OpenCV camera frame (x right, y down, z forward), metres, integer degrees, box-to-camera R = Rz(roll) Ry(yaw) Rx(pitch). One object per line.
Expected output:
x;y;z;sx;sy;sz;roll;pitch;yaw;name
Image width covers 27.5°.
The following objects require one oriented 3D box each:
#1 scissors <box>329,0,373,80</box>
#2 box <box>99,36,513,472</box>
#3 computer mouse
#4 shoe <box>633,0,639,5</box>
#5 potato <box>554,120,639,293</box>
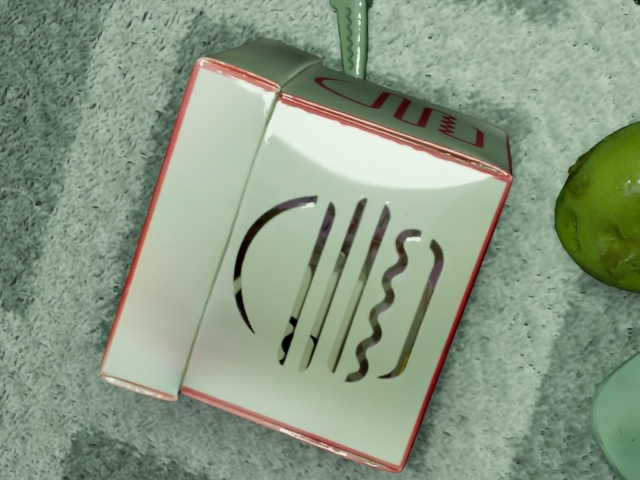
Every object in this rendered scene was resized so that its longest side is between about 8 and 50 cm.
0.033;-0.287;1.413;0.138;0.041;0.289;-2;93;19;scissors
0.000;0.000;1.282;0.300;0.312;0.314;20;104;3;box
0.415;0.153;1.324;0.288;0.097;0.159;-29;85;15;computer mouse
0.325;-0.295;1.330;0.194;0.074;0.077;41;91;5;shoe
0.359;-0.035;1.297;0.253;0.148;0.186;-19;87;15;potato
